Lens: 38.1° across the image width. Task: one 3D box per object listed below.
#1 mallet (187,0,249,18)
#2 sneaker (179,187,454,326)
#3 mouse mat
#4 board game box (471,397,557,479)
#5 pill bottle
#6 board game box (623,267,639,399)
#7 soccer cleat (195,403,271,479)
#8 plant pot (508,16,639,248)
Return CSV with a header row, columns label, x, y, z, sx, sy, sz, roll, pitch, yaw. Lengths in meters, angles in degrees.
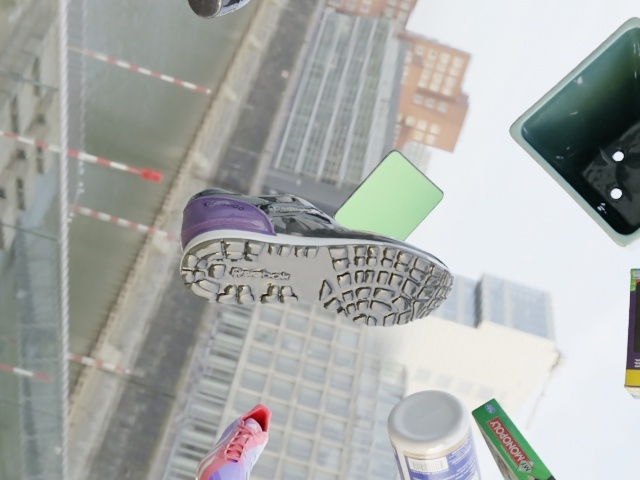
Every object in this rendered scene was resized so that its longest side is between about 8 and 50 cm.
label,x,y,z,sx,sy,sz,roll,pitch,yaw
mallet,-0.149,-0.245,0.846,0.062,0.190,0.039,-33,139,-50
sneaker,0.000,0.000,0.942,0.124,0.284,0.107,-100,-153,-48
mouse mat,0.113,-0.056,1.506,0.152,0.190,0.007,-48,-130,6
board game box,0.332,0.403,1.358,0.317,0.046,0.213,61,-2,-33
pill bottle,0.222,0.424,1.746,0.153,0.153,0.264,-77,157,-55
board game box,0.415,0.098,0.976,0.048,0.170,0.141,39,55,-51
soccer cleat,-0.126,0.321,1.407,0.095,0.083,0.248,-60,178,8
plant pot,0.475,-0.132,1.399,0.247,0.247,0.252,-43,157,9
